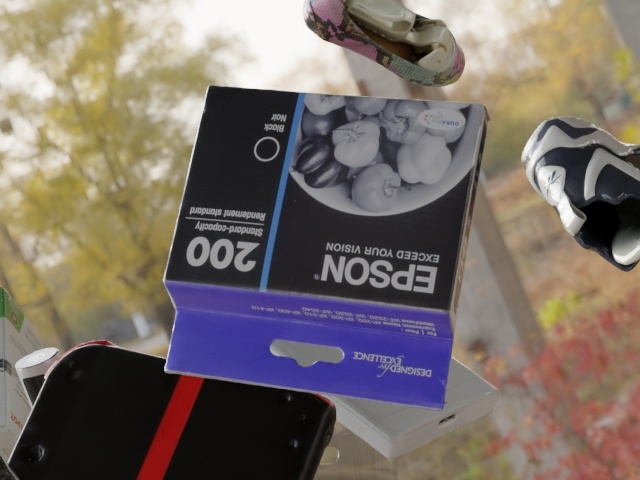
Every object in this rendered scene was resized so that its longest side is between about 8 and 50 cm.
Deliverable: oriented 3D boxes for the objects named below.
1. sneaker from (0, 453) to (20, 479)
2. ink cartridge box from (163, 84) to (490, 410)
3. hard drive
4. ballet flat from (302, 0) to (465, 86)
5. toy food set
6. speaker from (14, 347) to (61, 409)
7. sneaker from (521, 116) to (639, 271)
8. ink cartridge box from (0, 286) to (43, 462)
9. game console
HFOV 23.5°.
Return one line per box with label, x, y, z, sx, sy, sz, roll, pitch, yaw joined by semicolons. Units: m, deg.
sneaker;-0.240;0.370;1.334;0.169;0.447;0.257;-31;-20;2
ink cartridge box;0.000;0.000;1.053;0.206;0.208;0.045;5;-15;17
hard drive;0.032;0.131;1.793;0.203;0.307;0.040;-16;-48;-48
ballet flat;0.085;-0.222;1.641;0.221;0.077;0.079;19;-22;-32
toy food set;0.011;0.323;2.060;0.219;0.092;0.306;-2;-28;10
speaker;-0.311;0.198;1.811;0.055;0.136;0.055;-16;16;5
sneaker;0.302;-0.024;1.364;0.235;0.153;0.094;16;-53;-21
ink cartridge box;-0.422;0.191;1.993;0.086;0.208;0.153;-13;-35;5
game console;-0.192;0.300;1.556;0.342;0.387;0.060;12;-22;25
